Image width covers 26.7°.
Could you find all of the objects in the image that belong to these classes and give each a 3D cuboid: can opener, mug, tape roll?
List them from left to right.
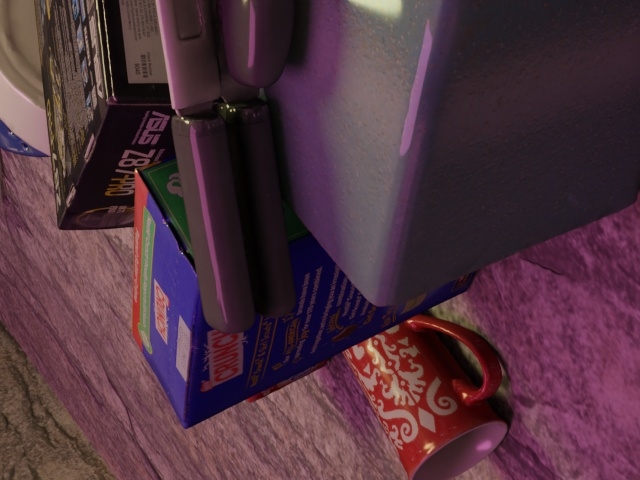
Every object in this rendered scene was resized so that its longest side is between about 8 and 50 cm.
[{"bbox_3d":[-0.239,-0.227,1.508,0.286,0.286,0.100,59,157,15],"label":"tape roll"},{"bbox_3d":[-0.060,-0.068,0.923,0.093,0.074,0.280,23,124,51],"label":"can opener"},{"bbox_3d":[0.113,0.141,1.380,0.169,0.150,0.113,57,-167,29],"label":"mug"}]

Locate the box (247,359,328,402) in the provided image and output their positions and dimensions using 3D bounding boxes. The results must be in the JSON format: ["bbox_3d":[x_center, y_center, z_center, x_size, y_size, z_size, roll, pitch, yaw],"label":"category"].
[{"bbox_3d":[-0.095,0.054,1.680,0.257,0.123,0.128,57,157,20],"label":"box"}]

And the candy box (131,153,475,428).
[{"bbox_3d":[0.000,0.000,1.166,0.122,0.317,0.268,55,155,23],"label":"candy box"}]

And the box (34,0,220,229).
[{"bbox_3d":[-0.183,-0.238,1.143,0.318,0.097,0.394,138,126,-64],"label":"box"}]

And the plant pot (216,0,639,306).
[{"bbox_3d":[0.086,-0.155,0.937,0.248,0.247,0.252,49,148,33],"label":"plant pot"}]

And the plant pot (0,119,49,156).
[{"bbox_3d":[-0.294,-0.232,1.701,0.212,0.236,0.236,30,140,44],"label":"plant pot"}]
